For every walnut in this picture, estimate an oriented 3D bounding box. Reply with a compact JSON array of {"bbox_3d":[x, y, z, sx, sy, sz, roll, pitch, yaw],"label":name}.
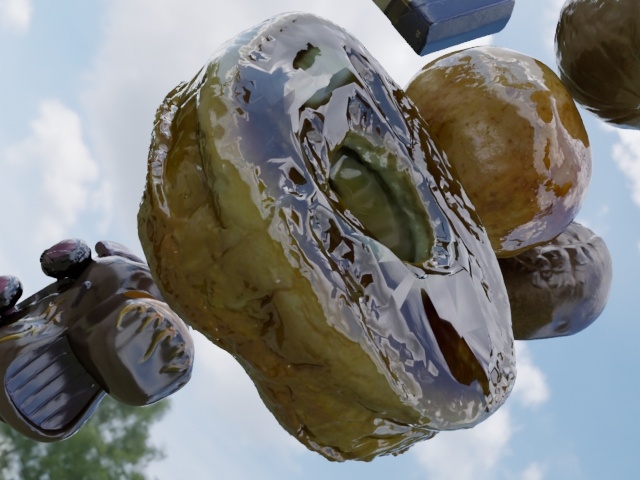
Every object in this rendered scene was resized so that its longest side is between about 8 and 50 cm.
[{"bbox_3d":[0.393,-0.244,1.411,0.228,0.228,0.228,42,-37,41],"label":"walnut"}]

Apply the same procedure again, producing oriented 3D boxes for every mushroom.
[{"bbox_3d":[0.254,0.039,1.510,0.253,0.253,0.153,28,-66,52],"label":"mushroom"}]

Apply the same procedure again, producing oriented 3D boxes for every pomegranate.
[{"bbox_3d":[0.190,-0.099,1.346,0.248,0.248,0.248,42,-37,41],"label":"pomegranate"}]

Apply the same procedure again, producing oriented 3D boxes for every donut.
[{"bbox_3d":[0.000,0.000,0.841,0.160,0.330,0.330,-31,-100,24],"label":"donut"}]

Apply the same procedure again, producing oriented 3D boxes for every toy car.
[{"bbox_3d":[-0.348,0.167,1.733,0.240,0.340,0.271,38,-23,53],"label":"toy car"}]

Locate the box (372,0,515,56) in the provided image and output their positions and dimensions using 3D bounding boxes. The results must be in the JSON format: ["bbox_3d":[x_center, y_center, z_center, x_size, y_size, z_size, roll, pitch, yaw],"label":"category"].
[{"bbox_3d":[0.138,-0.385,1.673,0.259,0.168,0.071,55,-32,24],"label":"box"}]
